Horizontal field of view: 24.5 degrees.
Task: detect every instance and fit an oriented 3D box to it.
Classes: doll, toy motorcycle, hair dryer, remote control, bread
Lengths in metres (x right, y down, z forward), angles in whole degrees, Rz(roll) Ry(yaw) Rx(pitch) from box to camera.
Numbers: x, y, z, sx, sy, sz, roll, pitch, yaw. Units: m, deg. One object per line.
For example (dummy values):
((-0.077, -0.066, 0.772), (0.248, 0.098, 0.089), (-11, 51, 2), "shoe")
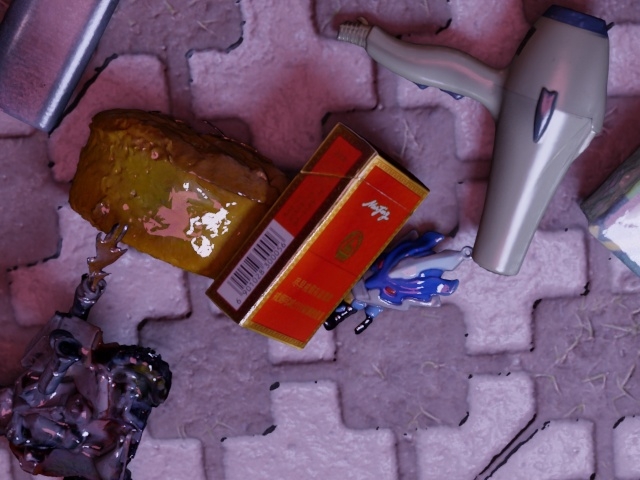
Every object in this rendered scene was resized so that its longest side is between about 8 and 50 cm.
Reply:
((0.086, 0.045, 1.696), (0.195, 0.070, 0.096), (-21, 73, 10), "doll")
((-0.273, 0.156, 1.663), (0.207, 0.134, 0.401), (22, 132, -3), "toy motorcycle")
((0.171, -0.107, 1.636), (0.298, 0.119, 0.296), (-1, 97, 14), "hair dryer")
((-0.261, -0.305, 1.624), (0.107, 0.044, 0.377), (27, 104, -10), "remote control")
((-0.156, -0.048, 1.637), (0.260, 0.147, 0.160), (28, 101, -6), "bread")

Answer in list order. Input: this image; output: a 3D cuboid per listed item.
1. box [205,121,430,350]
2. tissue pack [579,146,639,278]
((-0.001, 0.000, 1.625), (0.240, 0.153, 0.074), (-51, 56, 6), "box")
((0.476, -0.004, 1.639), (0.311, 0.128, 0.228), (43, 103, -8), "tissue pack")
